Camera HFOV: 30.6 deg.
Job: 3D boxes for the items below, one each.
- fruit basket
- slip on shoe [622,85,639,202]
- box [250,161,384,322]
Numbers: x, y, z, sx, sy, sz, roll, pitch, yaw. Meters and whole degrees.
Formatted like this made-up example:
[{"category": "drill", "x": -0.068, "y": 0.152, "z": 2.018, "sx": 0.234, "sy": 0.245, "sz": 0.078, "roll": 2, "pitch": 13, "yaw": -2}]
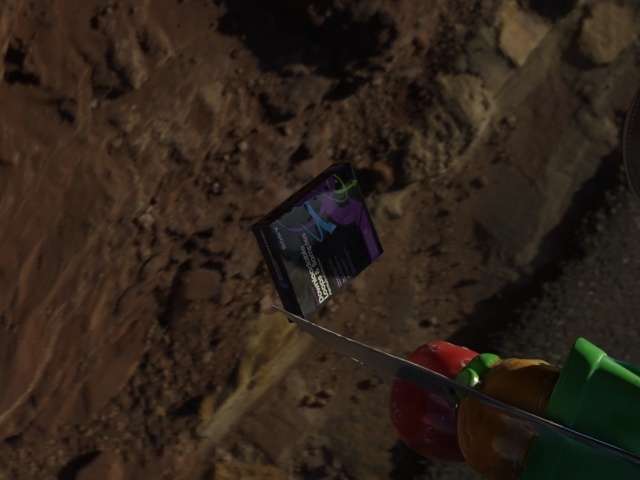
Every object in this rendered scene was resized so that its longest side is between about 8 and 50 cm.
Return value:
[{"category": "fruit basket", "x": 0.167, "y": 0.149, "z": 1.042, "sx": 0.353, "sy": 0.327, "sz": 0.165, "roll": 26, "pitch": 82, "yaw": 31}, {"category": "slip on shoe", "x": 0.188, "y": -0.074, "z": 0.584, "sx": 0.051, "sy": 0.041, "sz": 0.135, "roll": 14, "pitch": 109, "yaw": -3}, {"category": "box", "x": 0.000, "y": 0.000, "z": 1.260, "sx": 0.162, "sy": 0.029, "sz": 0.116, "roll": -40, "pitch": 115, "yaw": -44}]
